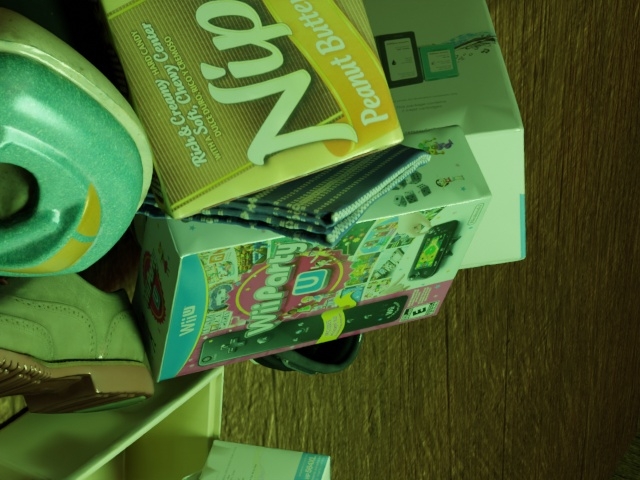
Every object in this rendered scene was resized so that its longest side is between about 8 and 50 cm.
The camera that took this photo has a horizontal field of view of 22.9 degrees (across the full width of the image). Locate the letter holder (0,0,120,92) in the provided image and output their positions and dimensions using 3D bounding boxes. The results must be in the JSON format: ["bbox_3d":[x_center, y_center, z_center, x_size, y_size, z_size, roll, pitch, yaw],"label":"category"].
[{"bbox_3d":[-0.301,-0.181,1.124,0.302,0.214,0.152,37,42,-64],"label":"letter holder"}]

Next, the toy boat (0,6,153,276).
[{"bbox_3d":[-0.269,-0.015,1.075,0.267,0.318,0.148,46,24,-57],"label":"toy boat"}]

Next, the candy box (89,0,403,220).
[{"bbox_3d":[-0.076,-0.194,1.147,0.183,0.087,0.316,-19,103,-10],"label":"candy box"}]

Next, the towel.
[{"bbox_3d":[-0.102,-0.058,1.334,0.243,0.336,0.040,-40,134,-63],"label":"towel"}]

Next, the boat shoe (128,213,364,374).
[{"bbox_3d":[-0.066,0.004,1.696,0.187,0.156,0.500,-59,151,-19],"label":"boat shoe"}]

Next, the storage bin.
[{"bbox_3d":[-0.225,0.273,1.598,0.262,0.123,0.260,-37,138,-51],"label":"storage bin"}]

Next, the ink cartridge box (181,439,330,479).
[{"bbox_3d":[-0.068,0.271,1.623,0.090,0.143,0.092,-68,162,-51],"label":"ink cartridge box"}]

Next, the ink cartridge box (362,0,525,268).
[{"bbox_3d":[0.109,-0.126,1.772,0.270,0.197,0.198,-98,180,-46],"label":"ink cartridge box"}]

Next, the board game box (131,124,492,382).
[{"bbox_3d":[-0.015,0.012,1.500,0.303,0.097,0.224,-11,149,-19],"label":"board game box"}]

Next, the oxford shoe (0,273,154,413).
[{"bbox_3d":[-0.283,0.077,1.399,0.348,0.123,0.130,21,57,-60],"label":"oxford shoe"}]
